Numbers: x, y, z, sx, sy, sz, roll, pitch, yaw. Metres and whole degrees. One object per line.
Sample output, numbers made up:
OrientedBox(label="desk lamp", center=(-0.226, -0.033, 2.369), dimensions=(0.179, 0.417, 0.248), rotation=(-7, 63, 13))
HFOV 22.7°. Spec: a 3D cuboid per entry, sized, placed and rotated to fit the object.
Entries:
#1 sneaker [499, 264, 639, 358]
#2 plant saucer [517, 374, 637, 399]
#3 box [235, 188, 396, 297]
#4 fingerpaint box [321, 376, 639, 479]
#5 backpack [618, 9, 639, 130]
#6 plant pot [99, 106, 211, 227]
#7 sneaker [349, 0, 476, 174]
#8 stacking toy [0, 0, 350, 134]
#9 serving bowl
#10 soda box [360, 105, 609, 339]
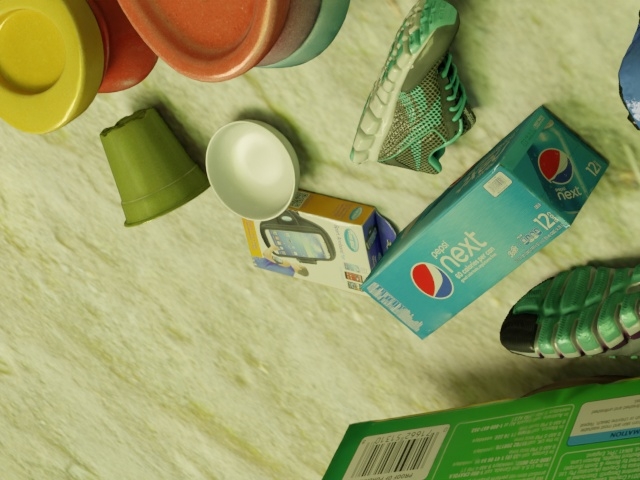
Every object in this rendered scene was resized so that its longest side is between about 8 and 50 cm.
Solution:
OrientedBox(label="sneaker", center=(0.233, 0.069, 1.150), dimensions=(0.223, 0.083, 0.098), rotation=(-17, 124, 46))
OrientedBox(label="plant saucer", center=(0.271, 0.206, 1.299), dimensions=(0.278, 0.041, 0.278), rotation=(21, 140, 19))
OrientedBox(label="box", center=(0.000, 0.000, 1.304), dimensions=(0.136, 0.028, 0.081), rotation=(15, 138, 29))
OrientedBox(label="fingerpaint box", center=(0.255, 0.291, 1.217), dimensions=(0.444, 0.163, 0.371), rotation=(-14, 124, 41))
OrientedBox(label="backpack", center=(0.232, -0.105, 0.927), dimensions=(0.098, 0.120, 0.101), rotation=(48, 142, -14))
OrientedBox(label="plant pot", center=(-0.142, -0.065, 1.316), dimensions=(0.083, 0.083, 0.079), rotation=(-13, 108, 46))
OrientedBox(label="sneaker", center=(0.077, -0.104, 1.116), dimensions=(0.076, 0.065, 0.166), rotation=(19, 146, -4))
OrientedBox(label="stacking toy", center=(-0.121, -0.234, 1.126), dimensions=(0.309, 0.130, 0.280), rotation=(-6, 100, 39))
OrientedBox(label="serving bowl", center=(-0.049, -0.059, 1.270), dimensions=(0.083, 0.027, 0.083), rotation=(12, 115, 28))
OrientedBox(label="soda box", center=(0.115, -0.008, 1.166), dimensions=(0.067, 0.071, 0.210), rotation=(41, 143, -4))
